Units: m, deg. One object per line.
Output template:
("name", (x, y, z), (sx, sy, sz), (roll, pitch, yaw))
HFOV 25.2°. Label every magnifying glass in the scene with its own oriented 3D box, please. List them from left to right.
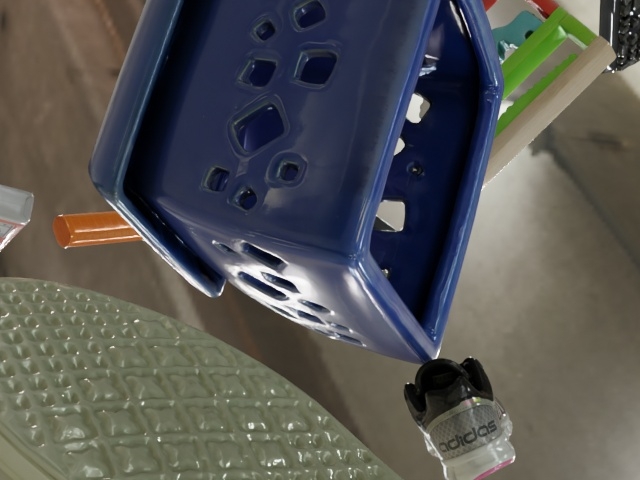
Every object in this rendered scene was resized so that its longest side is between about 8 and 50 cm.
("magnifying glass", (-0.148, -0.015, 1.326), (0.026, 0.231, 0.092), (-35, -109, 37))

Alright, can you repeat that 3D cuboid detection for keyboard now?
("keyboard", (0.379, -0.316, 1.519), (0.033, 0.201, 0.317), (47, -15, 29))

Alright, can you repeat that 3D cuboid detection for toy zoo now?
("toy zoo", (0.121, -0.197, 1.399), (0.192, 0.030, 0.293), (-44, -125, 3))

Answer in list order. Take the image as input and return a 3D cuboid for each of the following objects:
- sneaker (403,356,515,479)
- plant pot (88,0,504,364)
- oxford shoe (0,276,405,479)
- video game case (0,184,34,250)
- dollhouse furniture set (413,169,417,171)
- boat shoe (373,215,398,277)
("sneaker", (0.093, 0.112, 0.983), (0.170, 0.063, 0.075), (-76, 144, -84))
("plant pot", (-0.014, -0.070, 0.967), (0.212, 0.236, 0.236), (11, -107, 20))
("oxford shoe", (-0.009, 0.169, 0.658), (0.449, 0.169, 0.130), (31, -58, 4))
("video game case", (-0.342, -0.015, 1.052), (0.285, 0.204, 0.025), (152, -50, -63))
("dollhouse furniture set", (0.126, -0.045, 1.585), (0.076, 0.058, 0.152), (109, -12, -45))
("boat shoe", (0.000, 0.000, 1.498), (0.302, 0.091, 0.114), (39, -70, 33))
